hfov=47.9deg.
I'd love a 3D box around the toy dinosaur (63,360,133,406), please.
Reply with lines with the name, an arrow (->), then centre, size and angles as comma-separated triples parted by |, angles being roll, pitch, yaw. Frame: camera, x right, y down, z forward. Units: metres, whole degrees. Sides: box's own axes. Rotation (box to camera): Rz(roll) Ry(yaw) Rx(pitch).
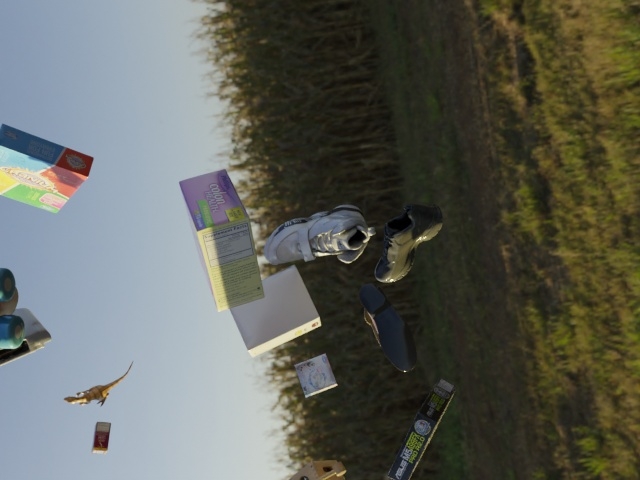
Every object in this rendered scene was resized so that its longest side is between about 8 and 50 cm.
toy dinosaur -> -0.633, 0.436, 2.088 | 0.064, 0.211, 0.112 | 58, 147, 10

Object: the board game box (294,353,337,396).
board game box -> -0.012, 0.358, 1.913 | 0.020, 0.090, 0.090 | 73, 176, -63

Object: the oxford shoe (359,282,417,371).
oxford shoe -> 0.159, 0.196, 1.625 | 0.212, 0.076, 0.076 | 65, -176, 19

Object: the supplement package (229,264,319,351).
supplement package -> -0.157, 0.238, 2.418 | 0.145, 0.262, 0.204 | 82, 163, -72

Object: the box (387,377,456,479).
box -> 0.289, 0.530, 2.022 | 0.270, 0.060, 0.216 | -26, -39, -66

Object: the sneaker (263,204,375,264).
sneaker -> 0.000, 0.000, 2.356 | 0.210, 0.366, 0.137 | -136, 26, -65

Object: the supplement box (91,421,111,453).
supplement box -> -0.649, 0.584, 2.132 | 0.055, 0.043, 0.083 | 130, 145, -55

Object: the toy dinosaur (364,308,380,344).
toy dinosaur -> 0.146, 0.205, 1.972 | 0.092, 0.053, 0.183 | -23, -80, -57

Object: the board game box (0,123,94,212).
board game box -> -0.790, -0.188, 1.969 | 0.316, 0.242, 0.064 | -27, 50, 52

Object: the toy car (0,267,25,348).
toy car -> -0.752, 0.119, 1.607 | 0.238, 0.219, 0.210 | -80, -12, -70

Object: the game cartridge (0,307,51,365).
game cartridge -> -0.841, 0.261, 1.781 | 0.198, 0.297, 0.062 | 28, 132, 47

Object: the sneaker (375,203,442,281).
sneaker -> 0.221, 0.000, 2.049 | 0.286, 0.130, 0.109 | -59, 37, 28

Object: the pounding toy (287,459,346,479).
pounding toy -> -0.006, 0.741, 2.282 | 0.181, 0.206, 0.094 | 17, -144, -48

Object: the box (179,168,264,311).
box -> -0.229, -0.001, 1.676 | 0.213, 0.117, 0.243 | -120, 19, -49
